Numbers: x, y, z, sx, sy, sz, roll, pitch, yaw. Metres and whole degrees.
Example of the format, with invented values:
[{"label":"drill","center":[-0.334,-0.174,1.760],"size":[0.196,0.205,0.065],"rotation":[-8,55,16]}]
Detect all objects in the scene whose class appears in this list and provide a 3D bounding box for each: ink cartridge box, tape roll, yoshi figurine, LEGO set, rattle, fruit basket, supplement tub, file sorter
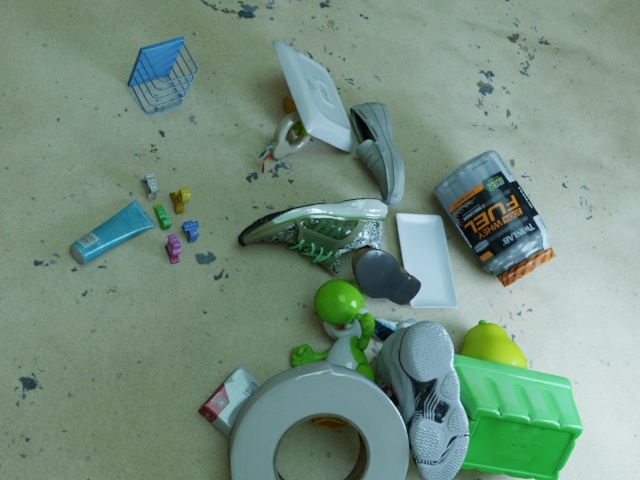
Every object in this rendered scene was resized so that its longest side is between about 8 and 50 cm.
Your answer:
[{"label":"ink cartridge box","center":[-0.164,0.388,1.819],"size":[0.175,0.072,0.127],"rotation":[43,58,0]},{"label":"tape roll","center":[-0.003,0.455,1.743],"size":[0.392,0.072,0.392],"rotation":[-2,99,-10]},{"label":"yoshi figurine","center":[0.044,0.242,1.908],"size":[0.204,0.203,0.362],"rotation":[7,62,-13]},{"label":"LEGO set","center":[-0.344,-0.073,1.938],"size":[0.087,0.093,0.227],"rotation":[-16,74,-28]},{"label":"rattle","center":[-0.121,-0.285,2.146],"size":[0.200,0.130,0.143],"rotation":[-43,75,-5]},{"label":"fruit basket","center":[0.421,0.384,2.006],"size":[0.392,0.283,0.392],"rotation":[18,19,-6]},{"label":"supplement tub","center":[0.477,-0.056,2.213],"size":[0.207,0.207,0.338],"rotation":[-26,79,-30]},{"label":"file sorter","center":[-0.389,-0.406,2.026],"size":[0.118,0.170,0.104],"rotation":[-26,81,-30]}]

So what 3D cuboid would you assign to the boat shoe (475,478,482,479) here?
[{"label":"boat shoe","center":[0.420,0.632,1.969],"size":[0.135,0.050,0.045],"rotation":[44,64,0]}]

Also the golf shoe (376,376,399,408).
[{"label":"golf shoe","center":[0.168,0.356,1.988],"size":[0.086,0.067,0.186],"rotation":[23,60,25]}]

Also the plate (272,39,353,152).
[{"label":"plate","center":[-0.005,-0.384,2.157],"size":[0.278,0.045,0.277],"rotation":[12,55,-63]}]

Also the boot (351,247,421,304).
[{"label":"boot","center":[0.136,0.073,1.997],"size":[0.112,0.305,0.115],"rotation":[-49,58,5]}]

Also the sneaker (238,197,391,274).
[{"label":"sneaker","center":[0.000,0.000,2.036],"size":[0.410,0.158,0.182],"rotation":[-9,88,-21]}]

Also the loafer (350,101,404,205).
[{"label":"loafer","center":[0.150,-0.236,2.219],"size":[0.111,0.112,0.319],"rotation":[-2,60,-18]}]

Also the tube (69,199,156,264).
[{"label":"tube","center":[-0.481,-0.018,1.886],"size":[0.207,0.052,0.080],"rotation":[-37,90,-37]}]

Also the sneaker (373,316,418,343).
[{"label":"sneaker","center":[0.207,0.228,2.059],"size":[0.191,0.071,0.083],"rotation":[28,53,-19]}]

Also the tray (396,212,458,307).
[{"label":"tray","center":[0.279,0.056,2.181],"size":[0.145,0.030,0.270],"rotation":[2,67,-21]}]

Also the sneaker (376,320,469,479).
[{"label":"sneaker","center":[0.228,0.356,1.854],"size":[0.137,0.210,0.365],"rotation":[-7,92,-15]}]
